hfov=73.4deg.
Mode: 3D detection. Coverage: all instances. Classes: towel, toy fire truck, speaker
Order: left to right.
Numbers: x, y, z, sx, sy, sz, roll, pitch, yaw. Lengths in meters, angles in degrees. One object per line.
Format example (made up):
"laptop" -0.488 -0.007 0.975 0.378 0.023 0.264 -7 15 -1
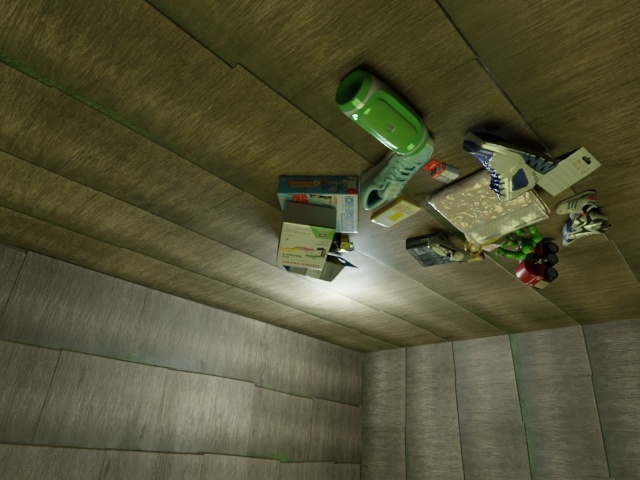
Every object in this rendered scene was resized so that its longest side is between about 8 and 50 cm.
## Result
"speaker" 0.184 -0.356 1.230 0.297 0.131 0.131 26 146 -37
"towel" 0.634 -0.128 1.622 0.317 0.053 0.332 38 139 -22
"toy fire truck" 0.922 0.070 1.916 0.247 0.216 0.158 21 148 2

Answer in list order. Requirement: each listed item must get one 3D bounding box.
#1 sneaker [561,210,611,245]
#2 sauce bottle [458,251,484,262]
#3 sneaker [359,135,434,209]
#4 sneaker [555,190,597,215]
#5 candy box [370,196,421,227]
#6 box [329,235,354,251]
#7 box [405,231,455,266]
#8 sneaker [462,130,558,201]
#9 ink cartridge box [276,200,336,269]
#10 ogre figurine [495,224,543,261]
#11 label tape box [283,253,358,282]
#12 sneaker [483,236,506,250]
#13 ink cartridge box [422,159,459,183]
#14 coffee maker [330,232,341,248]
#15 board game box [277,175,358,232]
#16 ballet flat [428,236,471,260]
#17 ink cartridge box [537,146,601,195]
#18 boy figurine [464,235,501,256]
"sneaker" 1.093 -0.046 1.762 0.153 0.094 0.234 5 145 17
"sauce bottle" 0.749 0.089 2.141 0.128 0.042 0.042 -20 145 37
"sneaker" 0.261 -0.215 1.475 0.135 0.150 0.366 14 152 -21
"sneaker" 0.976 -0.125 1.640 0.057 0.075 0.161 17 151 -24
"candy box" 0.314 -0.116 1.805 0.105 0.027 0.206 21 149 -27
"box" 0.074 0.018 2.093 0.180 0.043 0.105 1 153 10
"box" 0.540 0.047 2.067 0.184 0.059 0.233 -14 148 32
"sneaker" 0.586 -0.218 1.374 0.316 0.127 0.182 13 121 -19
"ink cartridge box" -0.061 -0.012 1.713 0.202 0.117 0.278 8 141 -7
"ogre figurine" 0.850 0.003 1.815 0.118 0.197 0.097 33 -177 2
"label tape box" -0.020 0.116 2.111 0.334 0.105 0.241 16 -174 -21
"sneaker" 0.802 0.014 1.977 0.135 0.050 0.070 -10 152 32
"ink cartridge box" 0.428 -0.244 1.528 0.115 0.029 0.063 15 152 -21
"coffee maker" 0.000 0.000 1.923 0.179 0.171 0.120 -1 180 15
"board game box" 0.002 -0.140 1.734 0.302 0.086 0.308 2 153 5
"ballet flat" 0.573 0.054 1.916 0.213 0.068 0.072 26 135 -6
"ink cartridge box" 0.841 -0.245 1.480 0.146 0.045 0.179 23 130 -32
"boy figurine" 0.705 -0.023 1.870 0.178 0.092 0.285 8 150 -13
